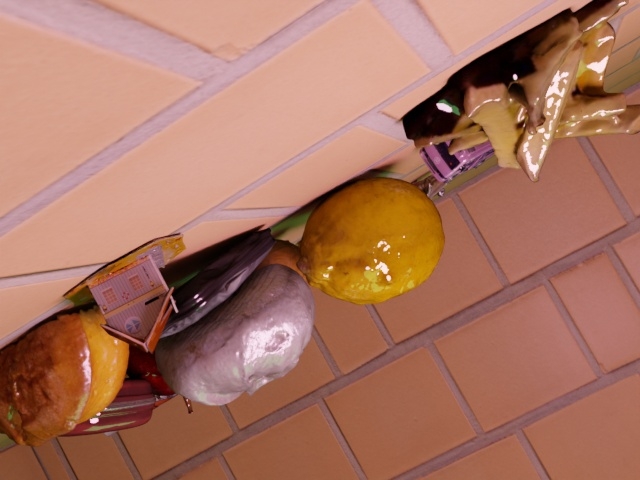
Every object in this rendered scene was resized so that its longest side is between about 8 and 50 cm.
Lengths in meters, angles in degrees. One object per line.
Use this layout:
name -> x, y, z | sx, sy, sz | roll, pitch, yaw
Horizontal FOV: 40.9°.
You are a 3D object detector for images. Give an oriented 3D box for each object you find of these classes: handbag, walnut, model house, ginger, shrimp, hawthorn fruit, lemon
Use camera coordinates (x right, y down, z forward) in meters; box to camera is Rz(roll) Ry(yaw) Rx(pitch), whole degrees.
handbag -> -0.213, 0.085, 1.627 | 0.192, 0.075, 0.332 | -31, -171, 34
walnut -> -0.120, 0.080, 1.936 | 0.207, 0.159, 0.159 | -27, 174, -32
model house -> -0.274, 0.101, 1.340 | 0.208, 0.135, 0.219 | -26, 174, -14
ginger -> 0.370, -0.217, 1.403 | 0.414, 0.211, 0.358 | -26, 172, -28
shrimp -> 0.208, -0.104, 2.412 | 0.360, 0.085, 0.247 | -27, 170, 23
hawthorn fruit -> -0.333, 0.259, 1.926 | 0.230, 0.265, 0.210 | -23, -173, -28
lemon -> 0.108, -0.002, 1.800 | 0.285, 0.285, 0.316 | -32, 149, 28

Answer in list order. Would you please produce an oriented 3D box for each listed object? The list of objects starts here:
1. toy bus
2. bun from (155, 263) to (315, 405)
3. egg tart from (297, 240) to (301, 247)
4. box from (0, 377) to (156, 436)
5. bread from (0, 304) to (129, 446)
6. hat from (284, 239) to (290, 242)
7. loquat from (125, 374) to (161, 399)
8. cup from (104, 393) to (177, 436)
toy bus -> 0.310, -0.202, 1.831 | 0.199, 0.096, 0.108 | -28, 171, -42
bun -> -0.161, 0.200, 1.706 | 0.355, 0.194, 0.354 | -30, -168, 7
egg tart -> 0.000, 0.000, 2.370 | 0.130, 0.052, 0.130 | -27, 172, -4
box -> -0.539, 0.354, 1.827 | 0.404, 0.108, 0.263 | -10, 171, 42
bread -> -0.469, 0.252, 1.525 | 0.340, 0.178, 0.194 | -31, 175, 28
hat -> -0.163, 0.112, 2.171 | 0.266, 0.128, 0.265 | -28, 171, -5
loquat -> -0.434, 0.304, 2.096 | 0.213, 0.213, 0.213 | -29, 175, -3
cup -> -0.508, 0.377, 2.411 | 0.318, 0.212, 0.212 | -30, 175, -12
